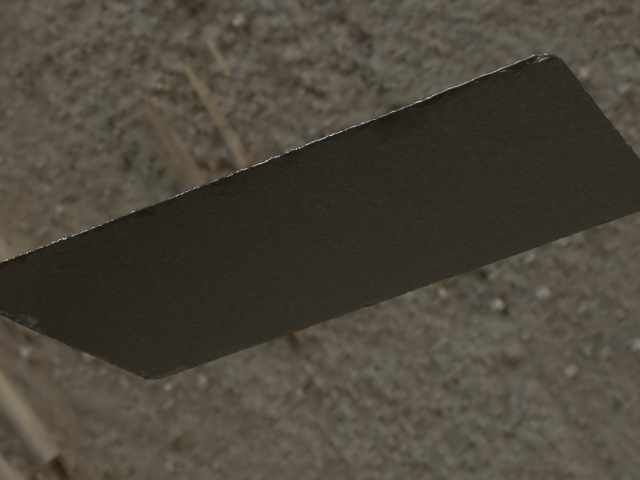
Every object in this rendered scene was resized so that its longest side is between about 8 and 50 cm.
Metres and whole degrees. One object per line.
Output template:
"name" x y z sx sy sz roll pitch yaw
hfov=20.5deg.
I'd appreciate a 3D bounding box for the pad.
"pad" 0.000 0.000 0.590 0.211 0.143 0.003 -19 66 18
